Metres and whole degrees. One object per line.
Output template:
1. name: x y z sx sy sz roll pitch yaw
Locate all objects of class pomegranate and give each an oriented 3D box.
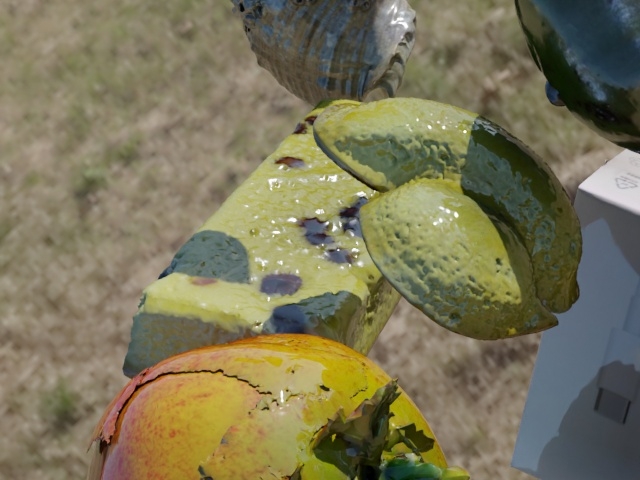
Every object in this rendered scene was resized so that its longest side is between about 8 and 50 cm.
1. pomegranate: -0.021 0.146 0.792 0.235 0.210 0.210 -27 30 44
2. pomegranate: 0.205 -0.135 0.827 0.191 0.152 0.131 -29 -10 -26

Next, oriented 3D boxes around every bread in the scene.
1. bread: 0.000 0.000 1.048 0.138 0.077 0.361 16 30 14
2. bread: 0.074 -0.024 0.837 0.149 0.187 0.065 -33 -17 -50

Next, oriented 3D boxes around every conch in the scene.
1. conch: 0.002 -0.210 1.251 0.163 0.245 0.178 -14 -19 -29

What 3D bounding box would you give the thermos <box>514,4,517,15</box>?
1. thermos: 0.253 -0.289 1.326 0.136 0.109 0.330 3 45 38

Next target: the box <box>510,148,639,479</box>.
1. box: 0.268 0.086 1.062 0.203 0.252 0.106 23 32 24
